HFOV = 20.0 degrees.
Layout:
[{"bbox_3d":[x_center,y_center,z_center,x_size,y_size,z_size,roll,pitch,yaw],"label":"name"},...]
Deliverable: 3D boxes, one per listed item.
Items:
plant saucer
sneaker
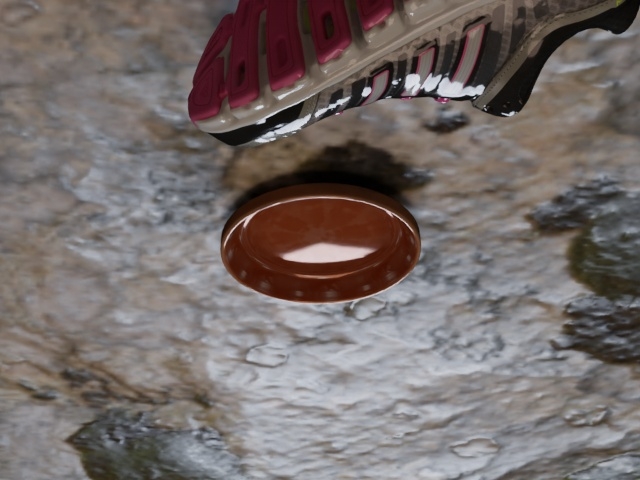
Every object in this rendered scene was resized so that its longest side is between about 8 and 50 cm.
[{"bbox_3d":[0.000,0.000,0.754,0.083,0.013,0.083,-1,146,-1],"label":"plant saucer"},{"bbox_3d":[0.034,-0.067,0.606,0.170,0.063,0.075,-26,134,25],"label":"sneaker"}]
